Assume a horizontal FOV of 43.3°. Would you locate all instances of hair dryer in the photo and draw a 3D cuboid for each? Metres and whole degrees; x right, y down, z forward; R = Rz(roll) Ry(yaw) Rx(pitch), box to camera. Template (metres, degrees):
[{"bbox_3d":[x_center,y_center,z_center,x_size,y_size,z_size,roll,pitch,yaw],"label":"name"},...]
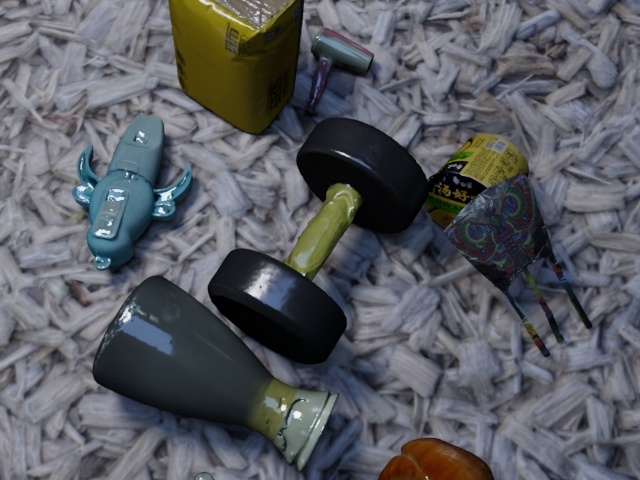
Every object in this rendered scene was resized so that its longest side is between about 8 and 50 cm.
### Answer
[{"bbox_3d":[0.014,-0.281,1.391,0.106,0.054,0.154,29,80,5],"label":"hair dryer"}]

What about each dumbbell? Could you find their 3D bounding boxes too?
[{"bbox_3d":[0.000,0.000,1.185,0.203,0.204,0.323,30,70,10],"label":"dumbbell"}]

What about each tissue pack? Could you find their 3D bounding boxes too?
[{"bbox_3d":[-0.137,-0.317,1.276,0.192,0.271,0.134,36,67,13],"label":"tissue pack"}]

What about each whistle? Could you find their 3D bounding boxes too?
[{"bbox_3d":[-0.306,-0.077,1.271,0.186,0.093,0.274,11,65,3],"label":"whistle"}]

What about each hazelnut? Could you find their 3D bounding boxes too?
[{"bbox_3d":[0.161,0.348,1.069,0.182,0.182,0.182,1,68,-1],"label":"hazelnut"}]

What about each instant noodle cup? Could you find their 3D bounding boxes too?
[{"bbox_3d":[0.252,-0.086,1.264,0.151,0.151,0.122,33,63,11],"label":"instant noodle cup"}]

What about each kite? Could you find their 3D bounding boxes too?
[{"bbox_3d":[0.308,0.046,1.197,0.152,0.015,0.285,-37,106,-7],"label":"kite"}]

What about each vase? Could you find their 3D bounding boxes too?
[{"bbox_3d":[-0.141,0.197,1.131,0.321,0.173,0.173,29,70,4],"label":"vase"}]

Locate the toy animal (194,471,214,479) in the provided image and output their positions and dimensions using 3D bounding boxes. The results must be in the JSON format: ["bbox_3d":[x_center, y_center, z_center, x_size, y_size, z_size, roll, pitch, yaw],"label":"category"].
[{"bbox_3d":[-0.238,0.412,1.076,0.169,0.090,0.255,30,73,6],"label":"toy animal"}]
